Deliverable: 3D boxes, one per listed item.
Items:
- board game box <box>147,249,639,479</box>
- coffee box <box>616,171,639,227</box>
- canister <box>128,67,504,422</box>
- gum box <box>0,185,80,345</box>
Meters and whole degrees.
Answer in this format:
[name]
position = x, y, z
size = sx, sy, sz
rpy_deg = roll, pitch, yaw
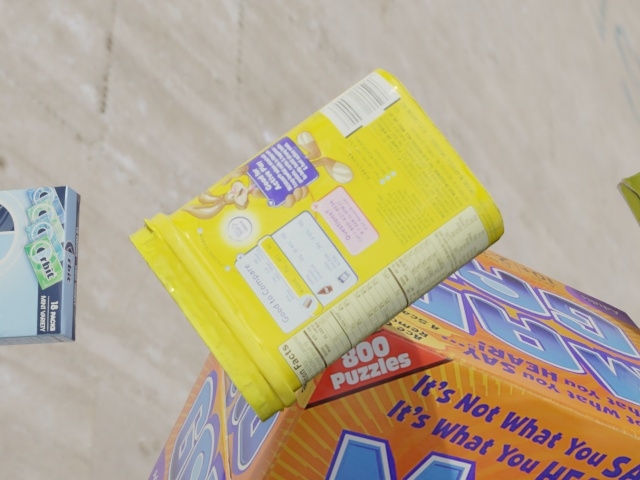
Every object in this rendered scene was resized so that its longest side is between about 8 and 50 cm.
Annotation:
[board game box]
position = 0.081, 0.210, 1.081
size = 0.356, 0.356, 0.356
rpy_deg = 24, 15, -14
[coffee box]
position = 0.530, 0.062, 1.185
size = 0.334, 0.337, 0.338
rpy_deg = 43, 23, -48
[canister]
position = 0.000, 0.000, 0.710
size = 0.126, 0.170, 0.073
rpy_deg = 53, -7, 10
[gum box]
position = -0.342, 0.029, 1.326
size = 0.041, 0.184, 0.157
rpy_deg = 53, 35, -71
